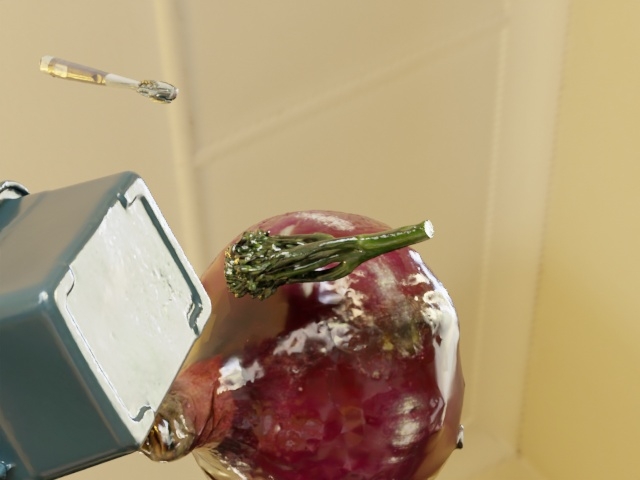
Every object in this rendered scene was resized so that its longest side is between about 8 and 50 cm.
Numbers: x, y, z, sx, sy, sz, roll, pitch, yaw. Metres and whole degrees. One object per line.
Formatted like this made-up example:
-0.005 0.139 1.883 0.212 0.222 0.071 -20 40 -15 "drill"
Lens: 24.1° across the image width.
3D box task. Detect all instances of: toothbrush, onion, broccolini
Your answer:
-0.229 -0.169 1.553 0.026 0.288 0.024 8 -83 -37 "toothbrush"
-0.040 0.148 1.518 0.385 0.348 0.347 -14 -46 -48 "onion"
0.005 0.019 1.351 0.091 0.203 0.068 1 -93 -62 "broccolini"

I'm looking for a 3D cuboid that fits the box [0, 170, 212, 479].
-0.075 0.025 0.440 0.054 0.099 0.074 -15 -66 22 "box"
